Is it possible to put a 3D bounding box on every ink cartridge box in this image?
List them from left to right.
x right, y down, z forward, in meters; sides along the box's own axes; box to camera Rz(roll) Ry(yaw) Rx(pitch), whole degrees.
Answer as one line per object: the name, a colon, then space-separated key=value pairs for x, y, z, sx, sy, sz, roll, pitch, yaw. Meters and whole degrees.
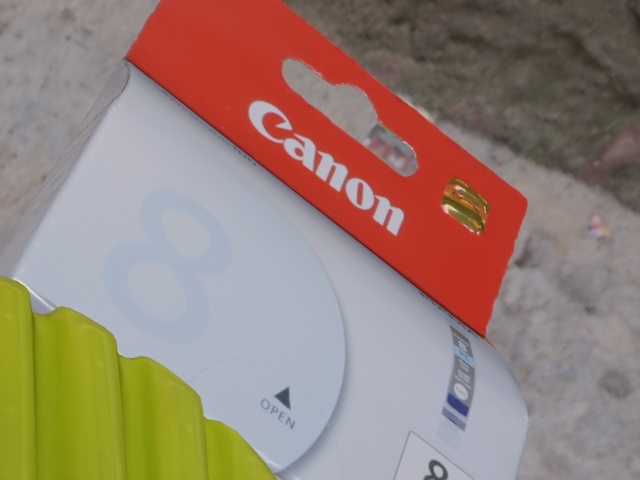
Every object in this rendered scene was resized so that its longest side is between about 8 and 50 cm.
ink cartridge box: x=0.000 y=0.000 z=0.945 sx=0.308 sy=0.091 sz=0.385 roll=37 pitch=46 yaw=-15

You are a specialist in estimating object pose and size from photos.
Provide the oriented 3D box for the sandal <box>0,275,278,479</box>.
sandal: x=-0.150 y=0.072 z=0.360 sx=0.317 sy=0.138 sz=0.126 roll=19 pitch=48 yaw=-11
